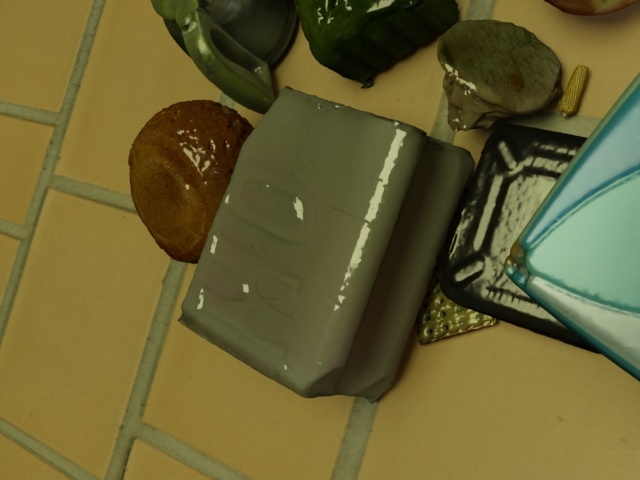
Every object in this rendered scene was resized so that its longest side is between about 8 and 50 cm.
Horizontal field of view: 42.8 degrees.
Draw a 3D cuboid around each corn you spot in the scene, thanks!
[{"bbox_3d":[0.381,-0.223,1.230,0.083,0.027,0.028,-69,22,0],"label":"corn"}]

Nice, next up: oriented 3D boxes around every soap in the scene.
[{"bbox_3d":[0.000,0.000,1.297,0.350,0.213,0.435,29,101,39],"label":"soap"}]

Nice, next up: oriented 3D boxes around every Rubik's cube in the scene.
[{"bbox_3d":[0.440,0.004,0.900,0.351,0.352,0.347,38,96,20],"label":"Rubik's cube"}]

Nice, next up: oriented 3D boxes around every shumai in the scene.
[{"bbox_3d":[0.264,-0.241,1.264,0.120,0.201,0.201,109,141,-56],"label":"shumai"}]

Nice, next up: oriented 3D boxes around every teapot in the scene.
[{"bbox_3d":[-0.203,-0.405,1.540,0.239,0.239,0.322,0,81,35],"label":"teapot"}]

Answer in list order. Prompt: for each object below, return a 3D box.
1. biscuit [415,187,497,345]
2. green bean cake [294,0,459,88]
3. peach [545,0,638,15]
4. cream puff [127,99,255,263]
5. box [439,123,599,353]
[{"bbox_3d":[0.195,0.040,1.303,0.139,0.016,0.232,-21,68,29],"label":"biscuit"},{"bbox_3d":[0.083,-0.431,1.402,0.249,0.156,0.247,-26,64,27],"label":"green bean cake"},{"bbox_3d":[0.390,-0.458,1.163,0.232,0.232,0.257,-29,56,26],"label":"peach"},{"bbox_3d":[-0.205,-0.112,1.482,0.303,0.212,0.303,26,127,39],"label":"cream puff"},{"bbox_3d":[0.336,-0.011,1.181,0.288,0.073,0.290,19,88,33],"label":"box"}]
